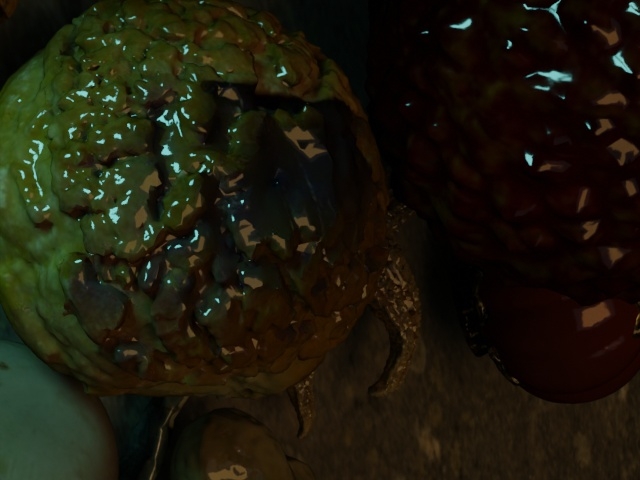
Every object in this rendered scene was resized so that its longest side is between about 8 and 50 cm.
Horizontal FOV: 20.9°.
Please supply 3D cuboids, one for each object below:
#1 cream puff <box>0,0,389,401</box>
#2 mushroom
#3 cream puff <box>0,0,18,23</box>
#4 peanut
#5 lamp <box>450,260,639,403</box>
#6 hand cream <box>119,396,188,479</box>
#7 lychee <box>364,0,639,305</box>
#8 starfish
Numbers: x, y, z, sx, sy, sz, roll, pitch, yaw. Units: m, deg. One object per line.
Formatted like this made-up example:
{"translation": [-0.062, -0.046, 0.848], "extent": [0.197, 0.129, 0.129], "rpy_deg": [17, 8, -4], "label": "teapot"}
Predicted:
{"translation": [-0.079, -0.025, 1.268], "extent": [0.343, 0.231, 0.327], "rpy_deg": [48, 49, -26], "label": "cream puff"}
{"translation": [-0.255, 0.180, 1.290], "extent": [0.204, 0.204, 0.204], "rpy_deg": [-14, 113, -36], "label": "mushroom"}
{"translation": [-0.256, -0.190, 1.187], "extent": [0.119, 0.104, 0.133], "rpy_deg": [-11, 146, -6], "label": "cream puff"}
{"translation": [-0.052, 0.226, 1.482], "extent": [0.274, 0.111, 0.125], "rpy_deg": [63, 31, -55], "label": "peanut"}
{"translation": [0.231, 0.039, 1.611], "extent": [0.227, 0.227, 0.227], "rpy_deg": [-14, 113, -36], "label": "lamp"}
{"translation": [-0.152, 0.163, 1.429], "extent": [0.052, 0.075, 0.248], "rpy_deg": [30, 81, -30], "label": "hand cream"}
{"translation": [0.214, -0.157, 1.362], "extent": [0.424, 0.500, 0.424], "rpy_deg": [16, 90, -84], "label": "lychee"}
{"translation": [-0.002, -0.001, 1.508], "extent": [0.302, 0.060, 0.299], "rpy_deg": [39, 85, -28], "label": "starfish"}
